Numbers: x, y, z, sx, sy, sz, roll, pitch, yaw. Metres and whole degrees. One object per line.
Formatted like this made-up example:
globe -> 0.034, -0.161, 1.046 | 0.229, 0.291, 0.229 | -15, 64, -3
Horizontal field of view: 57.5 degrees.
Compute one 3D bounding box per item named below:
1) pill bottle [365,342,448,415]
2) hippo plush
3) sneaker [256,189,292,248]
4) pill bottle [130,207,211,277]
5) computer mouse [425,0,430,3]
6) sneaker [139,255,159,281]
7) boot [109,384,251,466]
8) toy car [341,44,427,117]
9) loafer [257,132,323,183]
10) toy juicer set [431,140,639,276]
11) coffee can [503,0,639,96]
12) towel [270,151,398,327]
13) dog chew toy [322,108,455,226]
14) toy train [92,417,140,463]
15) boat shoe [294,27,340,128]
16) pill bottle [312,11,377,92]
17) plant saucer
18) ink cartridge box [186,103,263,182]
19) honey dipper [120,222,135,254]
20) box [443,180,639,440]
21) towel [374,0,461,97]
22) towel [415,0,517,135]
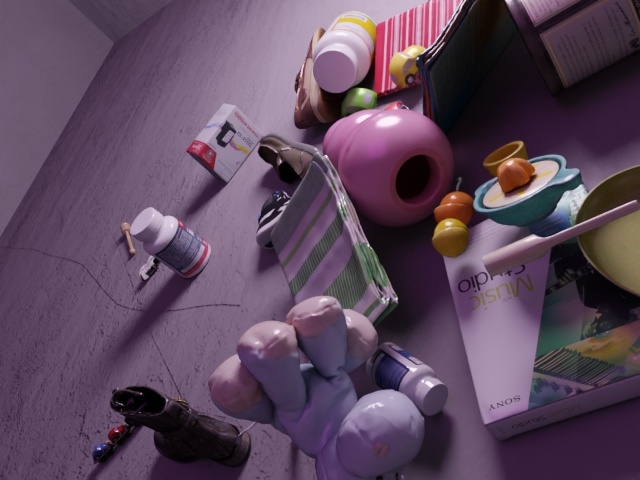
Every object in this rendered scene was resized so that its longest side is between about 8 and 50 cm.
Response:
pill bottle -> 0.126, 0.202, 0.848 | 0.067, 0.067, 0.120 | -53, 37, -7
hippo plush -> -0.003, 0.245, 0.762 | 0.236, 0.234, 0.294 | 48, 118, 40
sneaker -> -0.058, -0.082, 1.277 | 0.217, 0.079, 0.121 | -31, 41, 23
pill bottle -> -0.365, 0.003, 1.417 | 0.108, 0.180, 0.108 | -26, 42, 26
computer mouse -> 0.229, -0.517, 1.425 | 0.071, 0.041, 0.242 | 5, 60, 48
sneaker -> -0.457, 0.073, 1.570 | 0.037, 0.032, 0.083 | -4, 55, 43
boot -> -0.265, 0.306, 1.002 | 0.263, 0.229, 0.091 | -11, 50, 38
toy car -> 0.123, -0.319, 1.301 | 0.225, 0.053, 0.239 | -2, 69, 45
loafer -> -0.083, -0.190, 1.389 | 0.087, 0.094, 0.251 | -51, 37, -13
toy juicer set -> 0.246, -0.051, 0.808 | 0.209, 0.089, 0.329 | -33, 16, 6
coffee can -> 0.464, -0.391, 0.945 | 0.275, 0.201, 0.202 | -27, 41, 24
towel -> 0.003, 0.042, 1.006 | 0.248, 0.038, 0.325 | -56, 44, 40
dog chew toy -> 0.104, -0.152, 1.097 | 0.206, 0.206, 0.332 | -47, 28, 0
toy train -> -0.426, 0.409, 1.227 | 0.158, 0.036, 0.027 | -46, 37, 2
boat shoe -> -0.019, -0.420, 1.521 | 0.123, 0.123, 0.342 | -21, 50, 29
pill bottle -> 0.059, -0.448, 1.400 | 0.136, 0.136, 0.246 | -22, 27, 30
plant saucer -> 0.438, -0.005, 0.706 | 0.241, 0.037, 0.241 | -11, 45, 11
ink cartridge box -> -0.261, -0.270, 1.608 | 0.072, 0.127, 0.175 | 23, 75, 50
honey dipper -> -0.580, -0.002, 1.764 | 0.030, 0.030, 0.161 | -43, 40, 6
box -> 0.301, 0.081, 0.794 | 0.232, 0.058, 0.322 | -28, 41, 23
towel -> 0.234, -0.441, 1.308 | 0.274, 0.031, 0.199 | -8, 73, 40
towel -> 0.288, -0.375, 1.069 | 0.040, 0.271, 0.370 | 29, 77, 22
